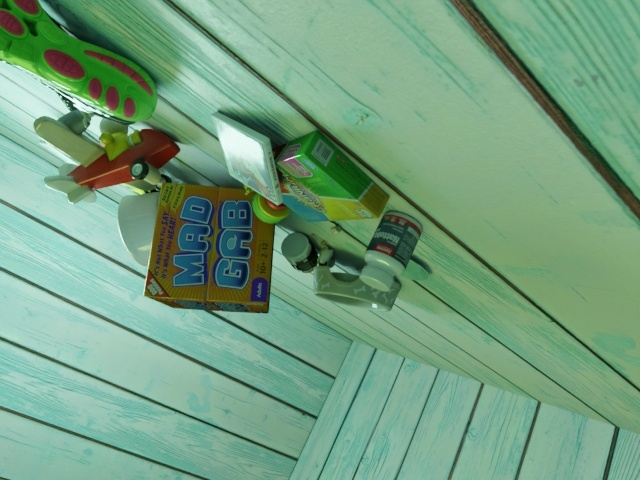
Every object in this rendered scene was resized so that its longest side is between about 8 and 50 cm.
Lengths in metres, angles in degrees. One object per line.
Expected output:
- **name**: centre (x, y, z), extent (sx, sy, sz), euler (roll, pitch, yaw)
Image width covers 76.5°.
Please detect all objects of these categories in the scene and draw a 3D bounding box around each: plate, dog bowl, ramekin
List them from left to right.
- **ramekin**: centre (-0.626, -0.051, 1.536), extent (0.135, 0.277, 0.277), euler (-13, 157, 2)
- **dog bowl**: centre (0.131, 0.193, 1.575), extent (0.348, 0.102, 0.349), euler (12, 167, 3)
- **plate**: centre (0.259, 0.074, 1.287), extent (0.188, 0.024, 0.188), euler (25, 165, 8)

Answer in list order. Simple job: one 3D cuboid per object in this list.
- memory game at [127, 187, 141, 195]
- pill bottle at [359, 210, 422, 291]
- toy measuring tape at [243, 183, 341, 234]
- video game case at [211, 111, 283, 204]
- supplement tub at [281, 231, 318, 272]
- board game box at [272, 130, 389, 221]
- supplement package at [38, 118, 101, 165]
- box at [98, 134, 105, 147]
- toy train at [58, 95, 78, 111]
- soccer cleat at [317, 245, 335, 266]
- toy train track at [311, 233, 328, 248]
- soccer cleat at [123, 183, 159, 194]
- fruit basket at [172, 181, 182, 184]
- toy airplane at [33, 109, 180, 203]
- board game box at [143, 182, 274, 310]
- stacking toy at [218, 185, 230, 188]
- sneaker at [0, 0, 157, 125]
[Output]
- **memory game**: centre (-0.773, -0.233, 1.694), extent (0.186, 0.012, 0.186), euler (41, -174, -6)
- **pill bottle**: centre (0.170, 0.029, 1.007), extent (0.107, 0.180, 0.108), euler (25, 163, 8)
- **toy measuring tape**: centre (-0.093, -0.077, 1.221), extent (0.330, 0.121, 0.121), euler (33, 163, -16)
- **video game case**: centre (-0.177, -0.197, 0.981), extent (0.201, 0.023, 0.183), euler (33, 149, 32)
- **supplement tub**: centre (-0.075, 0.055, 1.600), extent (0.117, 0.117, 0.190), euler (21, 162, 22)
- **board game box**: centre (-0.021, -0.140, 1.010), extent (0.242, 0.064, 0.316), euler (36, 162, -27)
- **supplement package**: centre (-1.048, -0.391, 1.764), extent (0.133, 0.139, 0.244), euler (16, 161, 40)
- **box**: centre (-0.777, -0.328, 1.665), extent (0.200, 0.057, 0.293), euler (30, 164, -12)
- **toy train**: centre (-0.885, -0.486, 1.417), extent (0.036, 0.027, 0.158), euler (41, 163, -6)
- **soccer cleat**: centre (0.017, 0.081, 1.601), extent (0.068, 0.076, 0.196), euler (25, 164, 11)
- **toy train track**: centre (0.000, 0.000, 1.499), extent (0.083, 0.014, 0.048), euler (40, 168, -21)
- **soccer cleat**: centre (-0.707, -0.232, 1.565), extent (0.121, 0.093, 0.289), euler (29, 177, 34)
- **fruit basket**: centre (-0.565, -0.132, 1.798), extent (0.327, 0.165, 0.353), euler (2, 136, 45)
- **toy airplane**: centre (-0.687, -0.272, 1.319), extent (0.384, 0.273, 0.386), euler (1, 164, -31)
- **board game box**: centre (-0.341, 0.048, 1.385), extent (0.356, 0.357, 0.356), euler (4, 165, -5)
- **stacking toy**: centre (-0.455, -0.172, 1.488), extent (0.221, 0.052, 0.167), euler (3, 176, -27)
- **sneaker**: centre (-0.621, -0.416, 0.925), extent (0.482, 0.185, 0.202), euler (36, 158, -23)
